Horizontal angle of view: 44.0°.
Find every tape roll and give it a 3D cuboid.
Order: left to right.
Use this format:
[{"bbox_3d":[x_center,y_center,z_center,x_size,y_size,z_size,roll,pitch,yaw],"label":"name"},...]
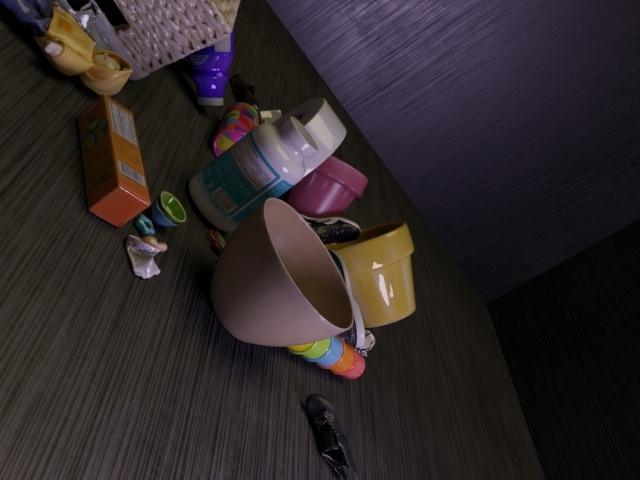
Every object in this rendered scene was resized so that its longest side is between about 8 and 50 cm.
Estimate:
[{"bbox_3d":[-0.078,-0.234,1.980,0.100,0.286,0.286,52,17,-20],"label":"tape roll"}]

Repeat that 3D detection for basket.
[{"bbox_3d":[-0.355,-0.583,1.691,0.328,0.267,0.331,58,24,-35],"label":"basket"}]

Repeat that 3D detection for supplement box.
[{"bbox_3d":[-0.355,-0.139,1.347,0.080,0.078,0.233,36,26,-46],"label":"supplement box"}]

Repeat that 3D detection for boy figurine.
[{"bbox_3d":[-0.463,-0.367,1.430,0.285,0.092,0.177,44,18,-32],"label":"boy figurine"}]

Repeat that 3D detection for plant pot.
[{"bbox_3d":[-0.094,0.088,1.491,0.284,0.191,0.284,50,18,-23],"label":"plant pot"},{"bbox_3d":[0.000,-0.127,2.125,0.201,0.180,0.201,28,-3,2],"label":"plant pot"},{"bbox_3d":[0.145,0.098,2.142,0.254,0.254,0.238,-41,115,-74],"label":"plant pot"}]

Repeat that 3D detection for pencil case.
[{"bbox_3d":[-0.207,-0.273,1.998,0.104,0.104,0.236,52,19,-20],"label":"pencil case"}]

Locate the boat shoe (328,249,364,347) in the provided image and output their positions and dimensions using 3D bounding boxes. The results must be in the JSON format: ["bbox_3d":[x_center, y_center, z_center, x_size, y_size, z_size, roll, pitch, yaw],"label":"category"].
[{"bbox_3d":[0.027,0.137,1.927,0.302,0.091,0.114,-111,-159,-49],"label":"boat shoe"}]

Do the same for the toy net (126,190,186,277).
[{"bbox_3d":[-0.297,-0.027,1.367,0.122,0.045,0.232,50,18,-27],"label":"toy net"}]

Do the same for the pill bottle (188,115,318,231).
[{"bbox_3d":[-0.135,-0.145,1.658,0.146,0.264,0.146,50,14,-18],"label":"pill bottle"}]

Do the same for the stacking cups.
[{"bbox_3d":[0.002,0.224,1.719,0.316,0.096,0.096,39,25,-54],"label":"stacking cups"}]

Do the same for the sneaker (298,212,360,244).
[{"bbox_3d":[0.000,0.000,2.016,0.217,0.079,0.121,7,41,-11],"label":"sneaker"}]

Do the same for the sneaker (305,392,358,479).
[{"bbox_3d":[0.021,0.383,1.538,0.170,0.051,0.089,60,11,-7],"label":"sneaker"}]

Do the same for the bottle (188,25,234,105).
[{"bbox_3d":[-0.273,-0.479,1.968,0.092,0.118,0.282,-12,110,-50],"label":"bottle"}]

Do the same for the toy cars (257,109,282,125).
[{"bbox_3d":[-0.083,-0.195,2.234,0.393,0.087,0.176,47,55,-28],"label":"toy cars"}]

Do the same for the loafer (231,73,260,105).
[{"bbox_3d":[-0.218,-0.440,2.343,0.062,0.061,0.170,36,26,-51],"label":"loafer"}]

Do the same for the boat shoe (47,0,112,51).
[{"bbox_3d":[-0.475,-0.436,1.534,0.227,0.081,0.079,44,21,-39],"label":"boat shoe"}]

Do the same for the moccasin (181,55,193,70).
[{"bbox_3d":[-0.336,-0.569,2.164,0.117,0.138,0.341,48,32,-44],"label":"moccasin"}]

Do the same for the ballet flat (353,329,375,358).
[{"bbox_3d":[0.100,0.260,1.971,0.074,0.074,0.203,60,16,6],"label":"ballet flat"}]

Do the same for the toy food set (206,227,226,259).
[{"bbox_3d":[-0.196,0.025,1.618,0.122,0.019,0.078,60,16,8],"label":"toy food set"}]
